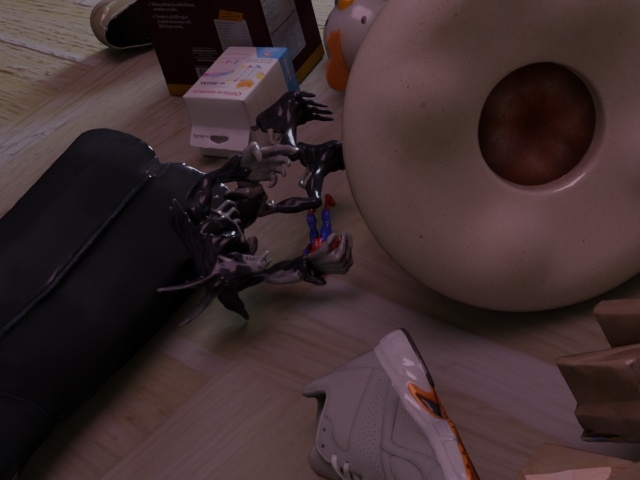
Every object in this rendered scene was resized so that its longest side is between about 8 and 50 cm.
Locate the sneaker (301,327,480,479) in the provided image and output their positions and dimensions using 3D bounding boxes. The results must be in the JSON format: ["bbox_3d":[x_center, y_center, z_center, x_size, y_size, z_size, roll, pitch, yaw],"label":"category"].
[{"bbox_3d":[0.057,0.182,0.872,0.121,0.099,0.262,-25,29,1],"label":"sneaker"}]

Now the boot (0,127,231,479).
[{"bbox_3d":[-0.340,0.023,1.077,0.367,0.146,0.445,36,55,1],"label":"boot"}]

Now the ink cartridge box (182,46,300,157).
[{"bbox_3d":[-0.099,-0.169,1.380,0.092,0.089,0.143,6,41,27],"label":"ink cartridge box"}]

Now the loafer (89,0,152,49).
[{"bbox_3d":[-0.220,-0.349,1.663,0.269,0.102,0.092,-22,37,7],"label":"loafer"}]

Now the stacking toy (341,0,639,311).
[{"bbox_3d":[0.166,-0.153,1.161,0.351,0.350,0.480,-18,17,-3],"label":"stacking toy"}]

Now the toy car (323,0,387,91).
[{"bbox_3d":[0.063,-0.301,1.419,0.219,0.210,0.238,5,53,38],"label":"toy car"}]

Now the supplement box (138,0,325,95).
[{"bbox_3d":[-0.124,-0.307,1.483,0.191,0.194,0.129,7,42,28],"label":"supplement box"}]

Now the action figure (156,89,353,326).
[{"bbox_3d":[-0.050,-0.032,1.097,0.141,0.164,0.275,-6,41,38],"label":"action figure"}]

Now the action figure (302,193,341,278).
[{"bbox_3d":[0.000,0.000,1.173,0.038,0.030,0.115,-12,41,15],"label":"action figure"}]

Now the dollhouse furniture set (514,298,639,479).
[{"bbox_3d":[0.291,0.239,0.653,0.394,0.256,0.362,-7,31,48],"label":"dollhouse furniture set"}]
